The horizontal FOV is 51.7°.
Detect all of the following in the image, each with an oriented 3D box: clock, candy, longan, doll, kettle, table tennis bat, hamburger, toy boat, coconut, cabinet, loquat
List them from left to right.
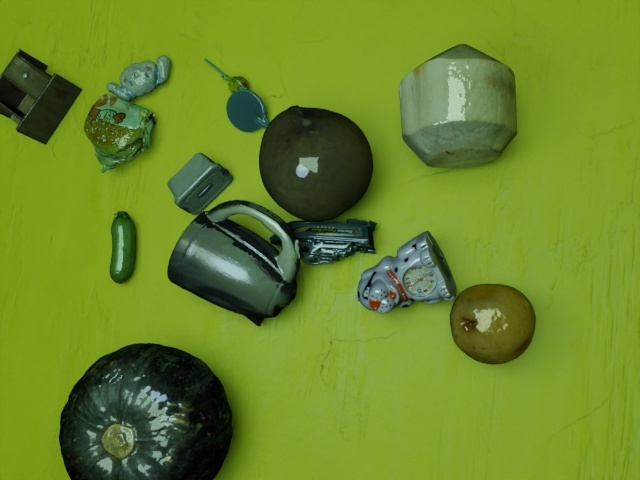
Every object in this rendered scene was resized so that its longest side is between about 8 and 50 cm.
[{"bbox_3d":[-0.907,-0.454,2.074,0.175,0.148,0.215,35,90,16],"label":"cabinet"},{"bbox_3d":[-0.616,-0.318,1.991,0.214,0.125,0.235,29,76,26],"label":"hamburger"},{"bbox_3d":[-0.553,-0.497,2.033,0.214,0.071,0.103,-24,92,1],"label":"doll"},{"bbox_3d":[-0.288,-0.498,1.982,0.194,0.062,0.058,41,91,26],"label":"candy"},{"bbox_3d":[-0.199,0.052,1.774,0.324,0.228,0.320,28,110,12],"label":"kettle"},{"bbox_3d":[-0.189,-0.358,1.926,0.201,0.033,0.124,33,119,8],"label":"table tennis bat"},{"bbox_3d":[-0.015,-0.205,1.742,0.319,0.319,0.318,-2,82,14],"label":"longan"},{"bbox_3d":[0.001,0.003,1.798,0.296,0.114,0.122,0,73,14],"label":"toy boat"},{"bbox_3d":[0.203,0.107,1.714,0.254,0.189,0.188,-24,77,14],"label":"clock"},{"bbox_3d":[0.347,-0.345,1.678,0.323,0.323,0.322,-2,82,14],"label":"coconut"},{"bbox_3d":[0.421,0.202,1.619,0.208,0.208,0.207,-2,82,14],"label":"loquat"}]

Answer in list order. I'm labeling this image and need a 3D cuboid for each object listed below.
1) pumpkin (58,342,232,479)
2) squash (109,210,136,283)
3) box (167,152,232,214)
[{"bbox_3d":[-0.450,0.491,1.722,0.455,0.344,0.453,0,88,12],"label":"pumpkin"},{"bbox_3d":[-0.589,0.020,1.967,0.078,0.068,0.219,-6,80,18],"label":"squash"},{"bbox_3d":[-0.355,-0.171,1.915,0.172,0.124,0.093,-43,64,4],"label":"box"}]
